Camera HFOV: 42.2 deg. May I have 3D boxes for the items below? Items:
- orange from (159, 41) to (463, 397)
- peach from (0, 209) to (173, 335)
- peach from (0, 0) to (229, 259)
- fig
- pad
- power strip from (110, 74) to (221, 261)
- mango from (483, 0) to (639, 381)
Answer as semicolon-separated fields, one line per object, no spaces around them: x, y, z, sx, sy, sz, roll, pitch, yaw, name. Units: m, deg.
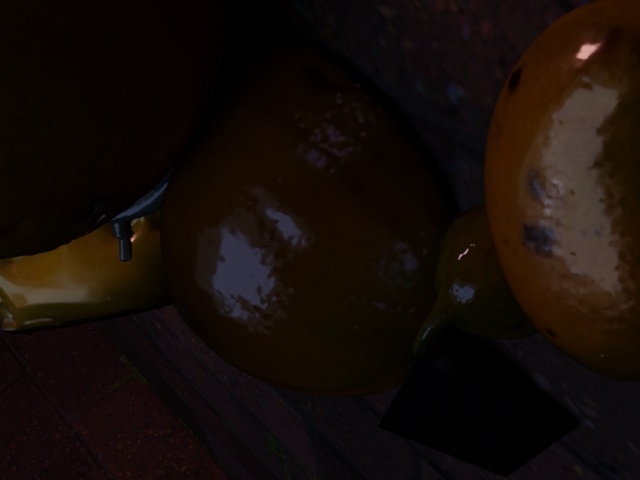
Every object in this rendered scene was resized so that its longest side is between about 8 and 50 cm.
-0.004;-0.002;0.673;0.274;0.274;0.310;45;126;20;orange
-0.296;-0.067;0.921;0.380;0.306;0.242;46;-155;-14;peach
-0.232;-0.175;0.543;0.373;0.290;0.372;9;108;30;peach
0.098;0.025;0.490;0.082;0.098;0.084;49;147;16;fig
0.121;0.154;0.690;0.127;0.004;0.190;21;152;5;pad
-0.172;-0.105;0.726;0.168;0.054;0.253;20;107;16;power strip
0.128;-0.018;0.375;0.115;0.090;0.178;6;127;49;mango
